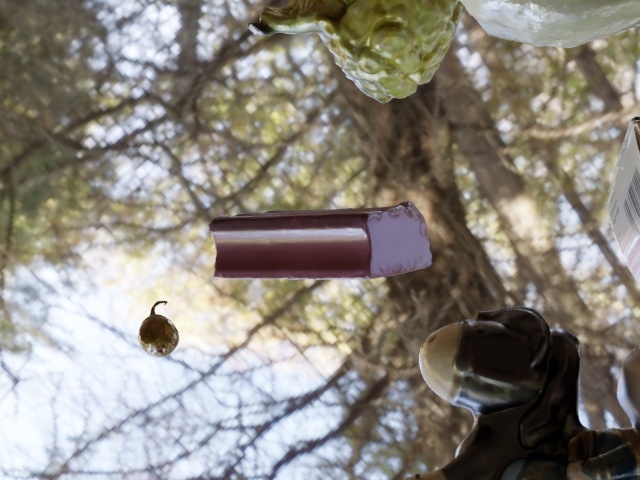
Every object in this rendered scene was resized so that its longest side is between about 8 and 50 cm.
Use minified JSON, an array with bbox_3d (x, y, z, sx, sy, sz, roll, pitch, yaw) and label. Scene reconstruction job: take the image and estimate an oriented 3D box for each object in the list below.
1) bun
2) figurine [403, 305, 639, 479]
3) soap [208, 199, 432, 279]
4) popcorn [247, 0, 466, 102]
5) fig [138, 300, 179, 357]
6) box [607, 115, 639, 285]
[{"bbox_3d":[0.206,-0.253,1.010,0.231,0.133,0.231,-1,-116,2],"label":"bun"},{"bbox_3d":[0.264,0.182,1.036,0.411,0.241,0.306,-5,-114,16],"label":"figurine"},{"bbox_3d":[0.000,0.000,2.175,0.359,0.128,0.233,-1,-175,35],"label":"soap"},{"bbox_3d":[0.088,-0.347,1.800,0.293,0.293,0.237,27,-91,59],"label":"popcorn"},{"bbox_3d":[-0.194,0.103,1.411,0.050,0.050,0.083,-29,-141,18],"label":"fig"},{"bbox_3d":[0.532,-0.067,1.416,0.332,0.173,0.145,-10,-122,-5],"label":"box"}]
